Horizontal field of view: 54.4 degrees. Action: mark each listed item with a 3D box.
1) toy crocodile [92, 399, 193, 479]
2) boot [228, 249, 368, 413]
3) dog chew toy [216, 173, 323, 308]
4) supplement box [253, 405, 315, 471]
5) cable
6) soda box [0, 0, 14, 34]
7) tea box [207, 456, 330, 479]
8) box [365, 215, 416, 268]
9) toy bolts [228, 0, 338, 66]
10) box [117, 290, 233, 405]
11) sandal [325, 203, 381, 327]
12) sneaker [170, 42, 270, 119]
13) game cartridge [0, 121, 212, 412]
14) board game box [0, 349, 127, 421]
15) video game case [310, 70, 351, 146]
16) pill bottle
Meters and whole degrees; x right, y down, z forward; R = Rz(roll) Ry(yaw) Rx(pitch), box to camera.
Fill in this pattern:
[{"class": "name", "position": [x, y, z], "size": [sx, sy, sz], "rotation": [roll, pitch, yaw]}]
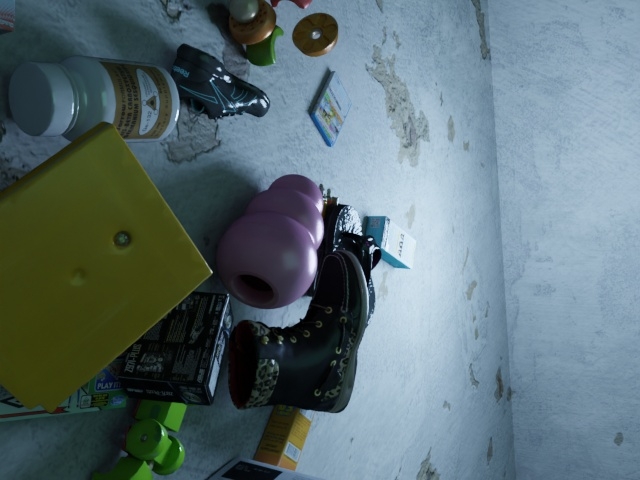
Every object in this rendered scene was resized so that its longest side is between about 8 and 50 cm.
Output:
[{"class": "toy crocodile", "position": [-0.282, 0.296, 1.111], "size": [0.115, 0.105, 0.340], "rotation": [73, 30, -53]}, {"class": "boot", "position": [-0.048, 0.198, 1.372], "size": [0.284, 0.138, 0.377], "rotation": [8, 90, -39]}, {"class": "dog chew toy", "position": [-0.086, -0.017, 1.319], "size": [0.206, 0.207, 0.331], "rotation": [64, 34, -37]}, {"class": "supplement box", "position": [-0.071, 0.427, 1.466], "size": [0.080, 0.078, 0.233], "rotation": [53, 47, -40]}, {"class": "cable", "position": [0.000, 0.000, 1.608], "size": [0.139, 0.072, 0.287], "rotation": [-5, 109, -75]}, {"class": "soda box", "position": [-0.486, -0.313, 0.783], "size": [0.183, 0.058, 0.062], "rotation": [1, 91, -59]}, {"class": "tea box", "position": [-0.084, 0.648, 1.218], "size": [0.220, 0.329, 0.323], "rotation": [-23, 110, -56]}, {"class": "box", "position": [0.219, 0.010, 1.925], "size": [0.244, 0.060, 0.100], "rotation": [32, 64, -54]}, {"class": "toy bolts", "position": [-0.073, -0.505, 1.294], "size": [0.158, 0.219, 0.228], "rotation": [54, 43, -64]}, {"class": "box", "position": [-0.241, 0.179, 1.064], "size": [0.077, 0.148, 0.180], "rotation": [89, 7, -50]}, {"class": "sandal", "position": [0.113, 0.072, 1.658], "size": [0.445, 0.107, 0.167], "rotation": [71, 36, -45]}, {"class": "sneaker", "position": [-0.202, -0.289, 1.231], "size": [0.267, 0.101, 0.106], "rotation": [20, 97, -58]}, {"class": "game cartridge", "position": [-0.343, 0.042, 0.858], "size": [0.324, 0.053, 0.285], "rotation": [-42, 125, -21]}, {"class": "board game box", "position": [-0.416, 0.154, 0.930], "size": [0.317, 0.046, 0.213], "rotation": [14, 81, -57]}, {"class": "video game case", "position": [0.031, -0.348, 1.650], "size": [0.119, 0.015, 0.166], "rotation": [55, 47, -44]}, {"class": "pill bottle", "position": [-0.340, -0.213, 0.952], "size": [0.229, 0.131, 0.131], "rotation": [-17, 106, -57]}]
